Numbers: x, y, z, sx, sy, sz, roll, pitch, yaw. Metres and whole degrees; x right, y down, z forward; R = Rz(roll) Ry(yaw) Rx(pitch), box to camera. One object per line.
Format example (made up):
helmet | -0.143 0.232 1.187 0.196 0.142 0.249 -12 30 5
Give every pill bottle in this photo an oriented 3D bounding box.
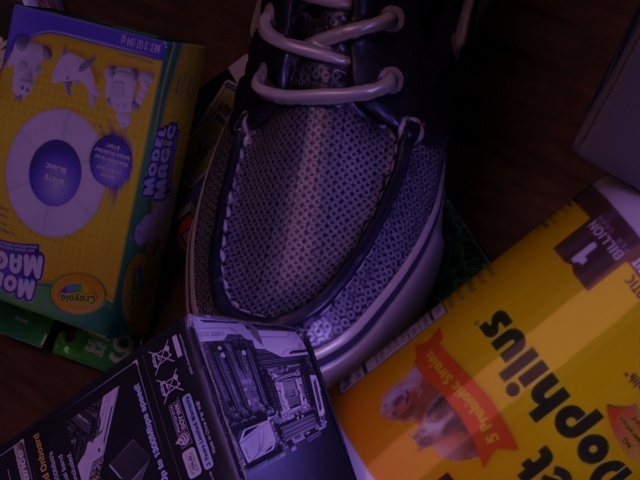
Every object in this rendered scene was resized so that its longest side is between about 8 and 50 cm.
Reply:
pill bottle | 0.077 0.079 0.762 0.215 0.117 0.117 -39 50 5

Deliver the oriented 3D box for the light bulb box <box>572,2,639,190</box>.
light bulb box | 0.284 -0.175 0.591 0.225 0.361 0.358 29 74 6

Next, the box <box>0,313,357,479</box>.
box | -0.065 0.220 0.706 0.242 0.076 0.307 -36 62 29

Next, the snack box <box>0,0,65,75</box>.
snack box | -0.289 -0.044 1.094 0.322 0.060 0.187 -31 52 11

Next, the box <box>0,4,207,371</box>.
box | -0.128 -0.026 0.953 0.105 0.043 0.179 16 100 29

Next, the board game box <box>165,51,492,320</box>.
board game box | 0.000 0.000 0.916 0.136 0.030 0.259 -35 50 5

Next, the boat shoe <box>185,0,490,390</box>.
boat shoe | 0.003 -0.098 0.849 0.127 0.158 0.340 3 53 18
